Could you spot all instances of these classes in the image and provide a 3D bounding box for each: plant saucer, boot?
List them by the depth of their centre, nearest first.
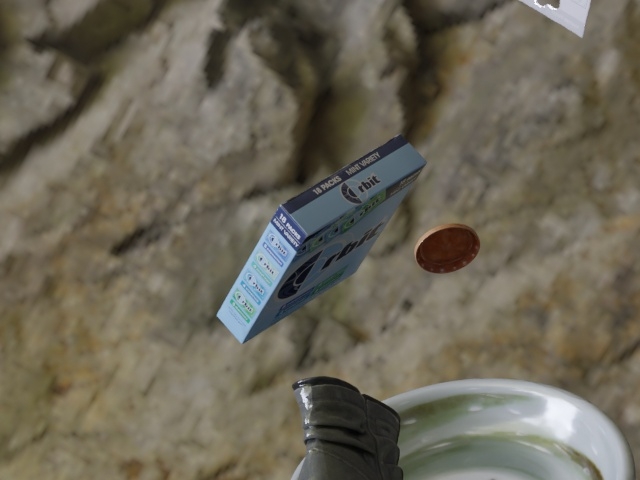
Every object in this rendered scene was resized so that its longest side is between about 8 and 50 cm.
[{"bbox_3d":[0.062,0.221,1.599,0.246,0.083,0.161,40,-137,-41],"label":"boot"},{"bbox_3d":[0.159,0.309,2.080,0.400,0.100,0.400,-10,-150,6],"label":"plant saucer"},{"bbox_3d":[0.158,0.008,2.299,0.083,0.083,0.013,22,-144,-32],"label":"plant saucer"}]

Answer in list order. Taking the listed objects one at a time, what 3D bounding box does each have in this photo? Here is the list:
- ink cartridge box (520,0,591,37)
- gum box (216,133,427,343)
[{"bbox_3d":[0.329,-0.410,2.453,0.056,0.225,0.181,-16,-141,-33],"label":"ink cartridge box"},{"bbox_3d":[0.000,0.000,1.656,0.157,0.184,0.041,-31,-108,-37],"label":"gum box"}]
